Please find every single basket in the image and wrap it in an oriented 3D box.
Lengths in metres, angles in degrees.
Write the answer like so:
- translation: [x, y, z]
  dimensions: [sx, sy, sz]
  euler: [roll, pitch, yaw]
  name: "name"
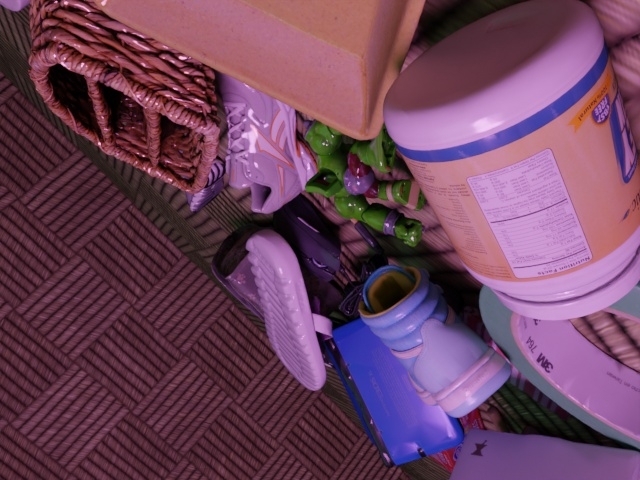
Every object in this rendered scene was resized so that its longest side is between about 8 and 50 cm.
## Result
- translation: [-0.263, -0.189, 0.690]
  dimensions: [0.299, 0.213, 0.223]
  euler: [158, 104, -70]
  name: "basket"

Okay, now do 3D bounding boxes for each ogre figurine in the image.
- translation: [0.046, -0.084, 0.603]
  dimensions: [0.118, 0.097, 0.197]
  euler: [8, 154, 41]
  name: "ogre figurine"

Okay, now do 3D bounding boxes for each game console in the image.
- translation: [0.132, 0.287, 1.072]
  dimensions: [0.293, 0.250, 0.173]
  euler: [64, -159, 3]
  name: "game console"

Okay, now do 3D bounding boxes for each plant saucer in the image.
- translation: [-0.061, -0.256, 0.390]
  dimensions: [0.332, 0.081, 0.333]
  euler: [27, 159, 5]
  name: "plant saucer"

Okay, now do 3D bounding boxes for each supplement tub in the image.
- translation: [0.150, -0.051, 0.381]
  dimensions: [0.144, 0.144, 0.200]
  euler: [14, 147, 55]
  name: "supplement tub"

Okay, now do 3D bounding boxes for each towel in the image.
- translation: [0.299, 0.182, 0.774]
  dimensions: [0.197, 0.029, 0.144]
  euler: [35, 159, 31]
  name: "towel"

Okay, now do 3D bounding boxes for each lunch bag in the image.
- translation: [-0.119, 0.089, 1.204]
  dimensions: [0.235, 0.169, 0.287]
  euler: [46, 169, -18]
  name: "lunch bag"

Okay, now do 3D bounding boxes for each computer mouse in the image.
- translation: [0.000, 0.000, 0.865]
  dimensions: [0.262, 0.060, 0.184]
  euler: [53, 144, 16]
  name: "computer mouse"

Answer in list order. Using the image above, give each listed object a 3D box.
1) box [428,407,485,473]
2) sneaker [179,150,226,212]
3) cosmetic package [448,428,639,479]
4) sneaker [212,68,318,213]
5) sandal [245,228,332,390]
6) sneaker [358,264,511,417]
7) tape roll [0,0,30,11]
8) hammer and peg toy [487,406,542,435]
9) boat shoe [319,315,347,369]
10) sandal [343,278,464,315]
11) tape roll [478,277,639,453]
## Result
- translation: [0.278, 0.416, 1.165]
  dimensions: [0.128, 0.123, 0.257]
  euler: [27, 156, 41]
  name: "box"
- translation: [-0.283, -0.157, 1.147]
  dimensions: [0.132, 0.086, 0.228]
  euler: [48, 151, 0]
  name: "sneaker"
- translation: [0.370, 0.468, 0.686]
  dimensions: [0.230, 0.161, 0.453]
  euler: [-14, 119, 48]
  name: "cosmetic package"
- translation: [-0.093, -0.139, 0.720]
  dimensions: [0.099, 0.121, 0.262]
  euler: [26, 154, 42]
  name: "sneaker"
- translation: [-0.032, 0.141, 0.966]
  dimensions: [0.169, 0.102, 0.416]
  euler: [39, 151, 36]
  name: "sandal"
- translation: [0.146, 0.132, 0.759]
  dimensions: [0.208, 0.127, 0.319]
  euler: [49, 172, 11]
  name: "sneaker"
- translation: [-0.377, -0.425, 0.600]
  dimensions: [0.246, 0.169, 0.246]
  euler: [38, 161, 15]
  name: "tape roll"
- translation: [0.434, 0.459, 0.936]
  dimensions: [0.266, 0.127, 0.361]
  euler: [47, 161, -12]
  name: "hammer and peg toy"
- translation: [0.082, 0.262, 1.228]
  dimensions: [0.340, 0.127, 0.113]
  euler: [33, 157, 24]
  name: "boat shoe"
- translation: [0.140, 0.092, 0.874]
  dimensions: [0.097, 0.055, 0.254]
  euler: [44, 153, -26]
  name: "sandal"
- translation: [0.316, 0.112, 0.507]
  dimensions: [0.321, 0.077, 0.321]
  euler: [38, 160, 16]
  name: "tape roll"
